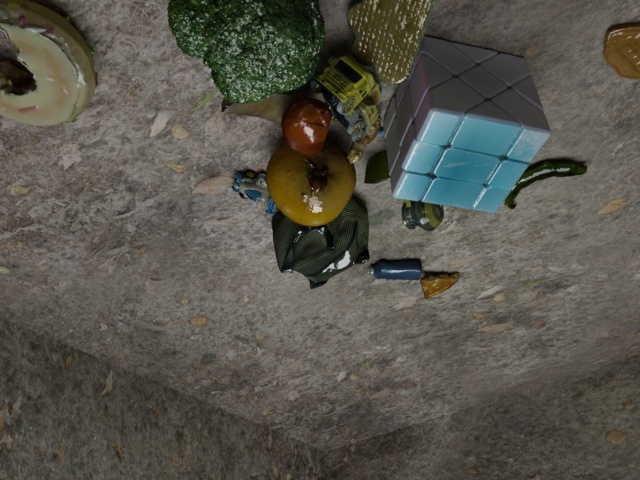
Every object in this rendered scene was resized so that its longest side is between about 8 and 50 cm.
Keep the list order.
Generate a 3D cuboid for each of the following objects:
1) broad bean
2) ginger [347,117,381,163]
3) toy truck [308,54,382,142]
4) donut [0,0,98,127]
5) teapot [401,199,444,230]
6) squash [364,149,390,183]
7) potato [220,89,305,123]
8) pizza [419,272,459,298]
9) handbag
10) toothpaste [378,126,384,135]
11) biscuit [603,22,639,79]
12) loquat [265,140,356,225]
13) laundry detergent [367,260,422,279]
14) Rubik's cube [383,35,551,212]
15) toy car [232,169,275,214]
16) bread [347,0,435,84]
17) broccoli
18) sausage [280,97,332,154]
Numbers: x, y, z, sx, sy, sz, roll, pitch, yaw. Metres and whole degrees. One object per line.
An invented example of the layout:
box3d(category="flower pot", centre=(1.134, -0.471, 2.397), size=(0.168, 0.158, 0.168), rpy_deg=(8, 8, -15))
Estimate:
box3d(category="broad bean", centre=(0.703, -0.192, 2.033), size=(0.144, 0.049, 0.292), rpy_deg=(24, 138, -36))
box3d(category="ginger", centre=(0.118, -0.298, 1.841), size=(0.067, 0.165, 0.096), rpy_deg=(36, 169, -18))
box3d(category="toy truck", centre=(0.088, -0.386, 1.679), size=(0.157, 0.124, 0.272), rpy_deg=(-47, 161, -1))
box3d(category="donut", centre=(-0.744, -0.452, 1.642), size=(0.307, 0.150, 0.371), rpy_deg=(26, 135, -29))
box3d(category="teapot", centre=(0.335, -0.108, 2.098), size=(0.119, 0.130, 0.165), rpy_deg=(-11, 110, 38))
box3d(category="squash", centre=(0.217, -0.236, 1.936), size=(0.192, 0.184, 0.085), rpy_deg=(-13, 101, 13))
box3d(category="potato", centre=(-0.143, -0.398, 1.720), size=(0.243, 0.098, 0.138), rpy_deg=(5, 153, -34))
box3d(category="pizza", centre=(0.441, 0.175, 2.483), size=(0.176, 0.036, 0.184), rpy_deg=(10, 140, -31))
box3d(category="handbag", centre=(0.000, 0.000, 2.133), size=(0.341, 0.240, 0.247), rpy_deg=(-29, 137, 30))
box3d(category="toothpaste", centre=(0.203, -0.325, 1.892), size=(0.083, 0.017, 0.020), rpy_deg=(11, 140, -12))
box3d(category="biscuit", centre=(0.834, -0.498, 1.655), size=(0.221, 0.029, 0.142), rpy_deg=(32, 132, -32))
box3d(category="loquat", centre=(-0.026, -0.175, 1.880), size=(0.275, 0.275, 0.275), rpy_deg=(0, 142, 0))
box3d(category="laundry detergent", centre=(0.283, 0.117, 2.415), size=(0.206, 0.061, 0.096), rpy_deg=(0, 153, 2))
box3d(category="Rubik's cube", centre=(0.370, -0.303, 1.678), size=(0.322, 0.318, 0.316), rpy_deg=(9, 140, -12))
box3d(category="toy car", centre=(-0.207, -0.157, 2.046), size=(0.161, 0.098, 0.126), rpy_deg=(10, 139, -14))
box3d(category="bread", centre=(0.165, -0.538, 1.552), size=(0.207, 0.056, 0.286), rpy_deg=(26, 130, 7))
box3d(category="broccoli", centre=(-0.147, -0.507, 1.451), size=(0.413, 0.310, 0.321), rpy_deg=(5, 145, -35))
box3d(category="sausage", centre=(-0.040, -0.304, 1.666), size=(0.133, 0.133, 0.258), rpy_deg=(4, 176, -4))
